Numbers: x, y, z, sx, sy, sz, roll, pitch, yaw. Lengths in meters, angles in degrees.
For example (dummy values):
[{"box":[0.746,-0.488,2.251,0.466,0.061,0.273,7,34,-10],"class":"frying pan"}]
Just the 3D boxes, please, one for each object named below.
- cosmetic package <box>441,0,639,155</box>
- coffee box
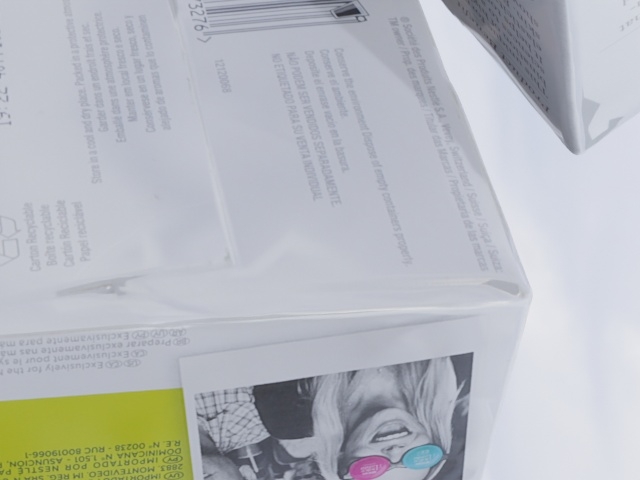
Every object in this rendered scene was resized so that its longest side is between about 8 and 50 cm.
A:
[{"box":[0.191,-0.334,1.119,0.329,0.327,0.393,54,-4,24],"class":"cosmetic package"},{"box":[-0.108,0.032,0.991,0.334,0.338,0.337,97,-16,-46],"class":"coffee box"}]
